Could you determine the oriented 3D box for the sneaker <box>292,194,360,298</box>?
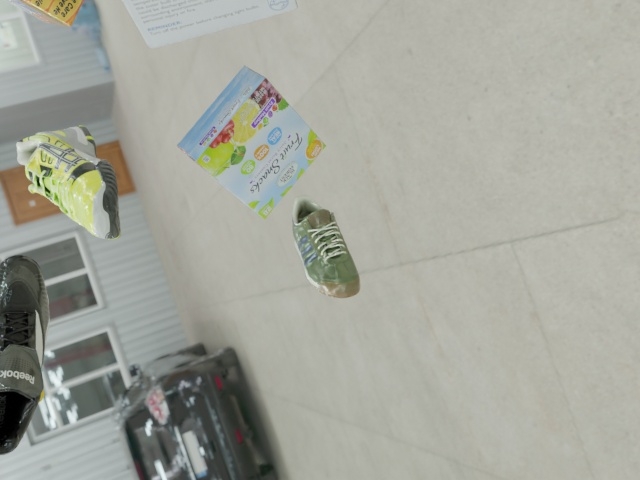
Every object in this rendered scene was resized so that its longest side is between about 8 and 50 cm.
[{"bbox_3d":[0.000,0.000,1.026,0.192,0.064,0.086,-126,26,-58],"label":"sneaker"}]

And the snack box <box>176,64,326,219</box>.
[{"bbox_3d":[-0.109,-0.159,1.236,0.070,0.174,0.207,38,178,38],"label":"snack box"}]

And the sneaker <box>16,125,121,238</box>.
[{"bbox_3d":[-0.489,-0.104,1.434,0.384,0.147,0.145,41,134,49],"label":"sneaker"}]

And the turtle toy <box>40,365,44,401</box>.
[{"bbox_3d":[-0.403,0.158,0.918,0.095,0.066,0.130,-1,154,36],"label":"turtle toy"}]

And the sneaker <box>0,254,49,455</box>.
[{"bbox_3d":[-0.346,0.134,0.832,0.106,0.078,0.234,1,82,59],"label":"sneaker"}]

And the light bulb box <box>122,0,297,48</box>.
[{"bbox_3d":[-0.195,-0.511,0.920,0.361,0.225,0.358,68,-173,-64],"label":"light bulb box"}]

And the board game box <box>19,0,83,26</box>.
[{"bbox_3d":[-0.544,-0.623,1.270,0.356,0.356,0.356,-63,31,2],"label":"board game box"}]
